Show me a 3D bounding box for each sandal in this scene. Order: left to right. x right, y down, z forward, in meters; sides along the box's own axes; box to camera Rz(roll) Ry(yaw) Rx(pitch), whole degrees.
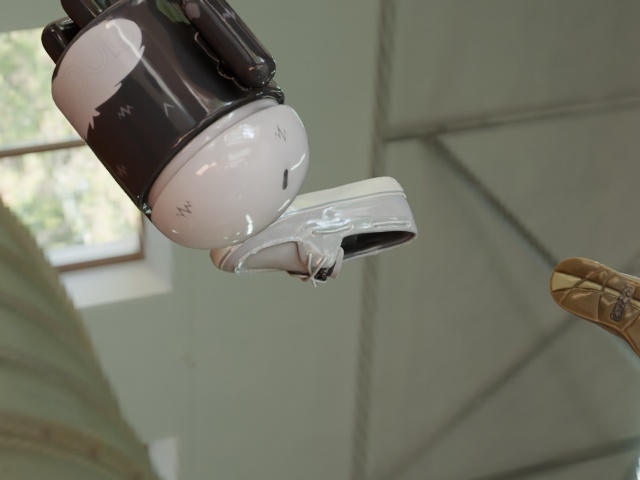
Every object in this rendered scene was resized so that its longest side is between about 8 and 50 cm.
[{"bbox_3d":[0.302,0.073,1.585,0.180,0.072,0.049,30,0,24],"label":"sandal"}]

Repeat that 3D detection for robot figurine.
[{"bbox_3d":[-0.131,-0.123,1.517,0.278,0.173,0.209,50,-4,13],"label":"robot figurine"}]

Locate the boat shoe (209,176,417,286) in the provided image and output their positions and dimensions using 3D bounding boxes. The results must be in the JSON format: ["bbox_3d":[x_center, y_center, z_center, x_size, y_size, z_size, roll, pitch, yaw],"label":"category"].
[{"bbox_3d":[0.000,0.000,1.705,0.081,0.227,0.079,61,-28,23],"label":"boat shoe"}]
